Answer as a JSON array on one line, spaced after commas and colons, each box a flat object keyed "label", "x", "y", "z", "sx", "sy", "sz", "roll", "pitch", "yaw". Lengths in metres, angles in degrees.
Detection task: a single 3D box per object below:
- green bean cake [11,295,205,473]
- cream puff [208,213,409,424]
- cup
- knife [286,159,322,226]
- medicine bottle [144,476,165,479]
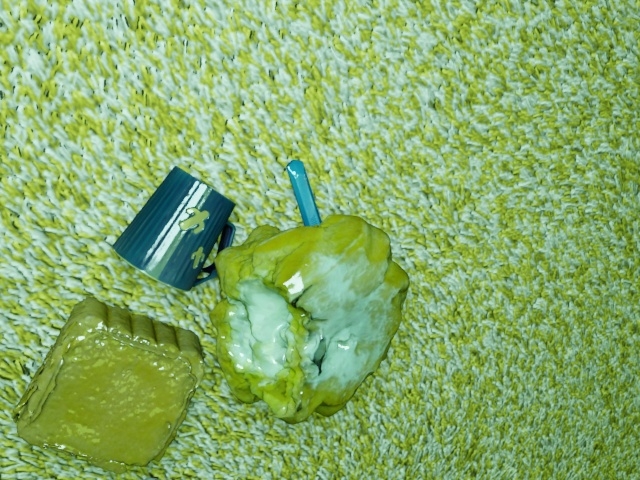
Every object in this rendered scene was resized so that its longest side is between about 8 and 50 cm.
[{"label": "green bean cake", "x": -0.323, "y": 0.223, "z": 0.786, "sx": 0.229, "sy": 0.131, "sz": 0.224, "roll": 27, "pitch": 97, "yaw": -23}, {"label": "cream puff", "x": -0.017, "y": 0.094, "z": 0.787, "sx": 0.274, "sy": 0.270, "sz": 0.323, "roll": -7, "pitch": 116, "yaw": -34}, {"label": "cup", "x": -0.203, "y": -0.013, "z": 0.776, "sx": 0.176, "sy": 0.131, "sz": 0.155, "roll": 32, "pitch": 89, "yaw": -50}, {"label": "knife", "x": -0.001, "y": 0.000, "z": 0.880, "sx": 0.044, "sy": 0.026, "sz": 0.296, "roll": -21, "pitch": 105, "yaw": -13}, {"label": "medicine bottle", "x": -0.218, "y": 0.494, "z": 0.886, "sx": 0.219, "sy": 0.115, "sz": 0.078, "roll": 23, "pitch": 94, "yaw": -20}]
